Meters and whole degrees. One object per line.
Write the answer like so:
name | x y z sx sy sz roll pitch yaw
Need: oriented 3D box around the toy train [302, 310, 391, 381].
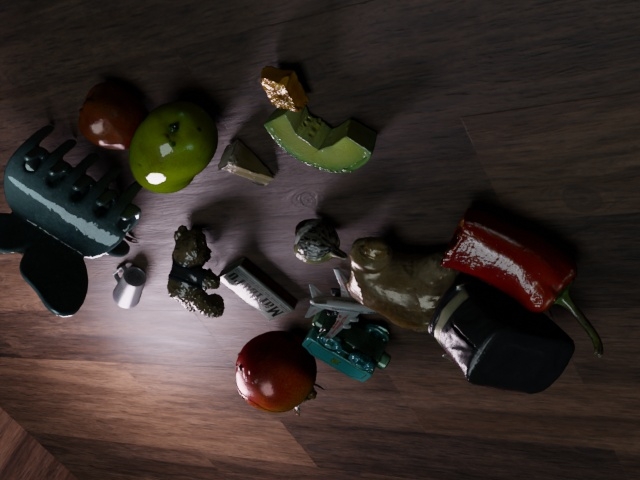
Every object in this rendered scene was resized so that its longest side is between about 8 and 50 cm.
toy train | 0.063 0.242 2.108 0.203 0.112 0.163 33 149 -3

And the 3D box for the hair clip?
hair clip | -0.571 -0.071 2.012 0.318 0.392 0.238 34 115 -4

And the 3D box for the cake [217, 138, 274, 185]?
cake | -0.145 -0.155 1.834 0.121 0.065 0.052 24 151 -34

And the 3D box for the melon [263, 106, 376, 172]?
melon | 0.000 -0.195 1.664 0.210 0.064 0.118 29 145 4

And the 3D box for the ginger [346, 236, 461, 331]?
ginger | 0.166 0.076 1.827 0.276 0.130 0.221 -12 119 35

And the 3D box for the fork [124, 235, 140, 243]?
fork | -0.505 -0.023 2.241 0.115 0.016 0.012 30 122 -3

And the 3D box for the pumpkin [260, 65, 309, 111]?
pumpkin | -0.065 -0.278 1.612 0.074 0.054 0.083 23 157 37

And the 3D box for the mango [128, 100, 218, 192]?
mango | -0.300 -0.178 1.804 0.143 0.175 0.293 68 158 13

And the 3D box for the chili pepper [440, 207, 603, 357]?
chili pepper | 0.398 0.062 1.652 0.338 0.131 0.134 28 117 6

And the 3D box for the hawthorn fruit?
hawthorn fruit | -0.420 -0.245 1.821 0.138 0.132 0.133 18 145 -11

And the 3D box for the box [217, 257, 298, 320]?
box | -0.154 0.122 2.167 0.177 0.036 0.115 40 144 -17

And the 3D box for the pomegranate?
pomegranate | -0.104 0.338 2.252 0.210 0.210 0.235 -18 124 45

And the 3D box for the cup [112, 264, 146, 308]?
cup | -0.513 0.112 2.373 0.104 0.074 0.116 53 143 15

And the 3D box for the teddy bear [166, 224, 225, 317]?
teddy bear | -0.306 0.090 2.123 0.182 0.129 0.251 19 127 33

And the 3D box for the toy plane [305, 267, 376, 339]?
toy plane | 0.055 0.144 2.009 0.171 0.162 0.065 6 -175 -14

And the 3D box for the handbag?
handbag | 0.341 0.187 1.725 0.254 0.181 0.181 13 115 -33

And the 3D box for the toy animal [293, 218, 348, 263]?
toy animal | 0.000 0.000 1.865 0.137 0.098 0.098 5 140 49
